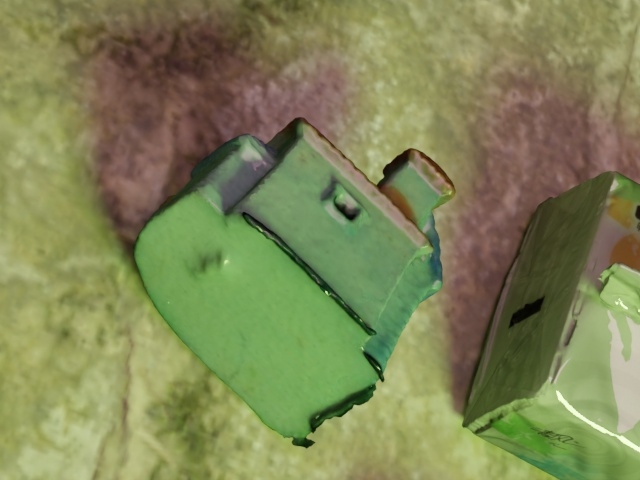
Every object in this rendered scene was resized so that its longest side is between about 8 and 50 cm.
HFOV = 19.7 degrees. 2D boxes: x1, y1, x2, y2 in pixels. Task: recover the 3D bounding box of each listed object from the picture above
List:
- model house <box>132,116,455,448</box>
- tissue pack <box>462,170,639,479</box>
[{"bbox_3d":[0.000,0.000,0.978,0.148,0.119,0.148,46,50,-4],"label":"model house"},{"bbox_3d":[0.225,0.076,1.033,0.229,0.145,0.159,30,62,-15],"label":"tissue pack"}]
